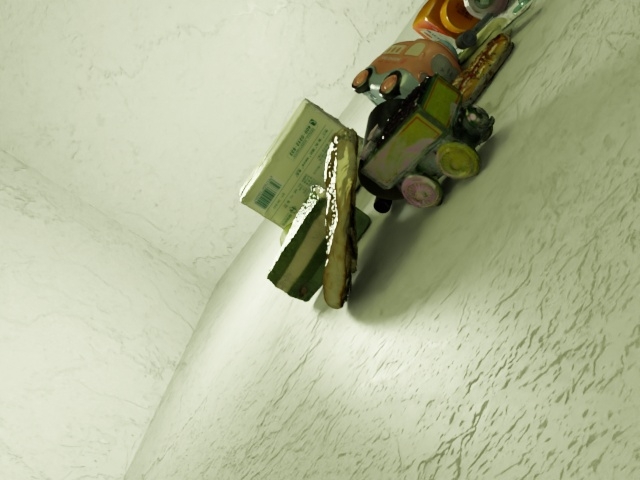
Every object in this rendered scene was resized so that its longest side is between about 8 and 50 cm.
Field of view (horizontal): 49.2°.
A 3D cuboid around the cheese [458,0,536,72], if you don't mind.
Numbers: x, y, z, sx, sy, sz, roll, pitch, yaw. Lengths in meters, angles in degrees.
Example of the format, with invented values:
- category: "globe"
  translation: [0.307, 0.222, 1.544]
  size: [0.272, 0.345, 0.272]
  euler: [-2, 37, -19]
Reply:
- category: "cheese"
  translation: [0.412, -0.480, 1.613]
  size: [0.127, 0.054, 0.251]
  euler: [-60, 12, -23]

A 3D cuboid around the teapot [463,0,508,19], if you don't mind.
- category: "teapot"
  translation: [0.434, -0.654, 1.847]
  size: [0.148, 0.116, 0.146]
  euler: [2, 30, 28]

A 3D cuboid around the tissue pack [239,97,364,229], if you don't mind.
- category: "tissue pack"
  translation: [-0.033, -0.207, 2.168]
  size: [0.380, 0.297, 0.207]
  euler: [-52, 13, 11]

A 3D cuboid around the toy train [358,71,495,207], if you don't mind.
- category: "toy train"
  translation: [0.200, -0.177, 1.309]
  size: [0.261, 0.177, 0.134]
  euler: [-43, 16, 48]

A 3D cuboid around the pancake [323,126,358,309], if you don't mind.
- category: "pancake"
  translation: [0.043, -0.057, 1.469]
  size: [0.382, 0.071, 0.382]
  euler: [-177, 90, -88]

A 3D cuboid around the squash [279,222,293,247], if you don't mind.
- category: "squash"
  translation: [-0.048, 0.028, 1.965]
  size: [0.132, 0.132, 0.247]
  euler: [-55, 11, 8]

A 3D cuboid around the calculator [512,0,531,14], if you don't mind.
- category: "calculator"
  translation: [0.500, -0.588, 1.623]
  size: [0.153, 0.021, 0.095]
  euler: [-47, 13, 30]

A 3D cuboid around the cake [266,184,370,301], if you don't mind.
- category: "cake"
  translation: [-0.003, 0.005, 1.753]
  size: [0.284, 0.158, 0.172]
  euler: [-61, 13, -19]

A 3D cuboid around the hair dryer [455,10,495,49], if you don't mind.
- category: "hair dryer"
  translation: [0.368, -0.497, 1.638]
  size: [0.114, 0.037, 0.063]
  euler: [-45, 9, 3]

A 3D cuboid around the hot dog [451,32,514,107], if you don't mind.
- category: "hot dog"
  translation: [0.354, -0.376, 1.558]
  size: [0.191, 0.059, 0.108]
  euler: [-52, 16, 11]

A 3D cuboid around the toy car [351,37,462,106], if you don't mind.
- category: "toy car"
  translation: [0.229, -0.391, 1.697]
  size: [0.212, 0.180, 0.270]
  euler: [-54, 33, -2]

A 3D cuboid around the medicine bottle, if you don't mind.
- category: "medicine bottle"
  translation: [0.370, -0.632, 1.998]
  size: [0.112, 0.149, 0.222]
  euler: [-57, 11, 0]

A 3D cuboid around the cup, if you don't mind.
- category: "cup"
  translation: [0.183, -0.176, 1.606]
  size: [0.166, 0.239, 0.177]
  euler: [-3, 46, 23]

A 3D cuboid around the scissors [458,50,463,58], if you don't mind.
- category: "scissors"
  translation: [0.366, -0.469, 1.879]
  size: [0.133, 0.020, 0.187]
  euler: [-50, 10, 9]
